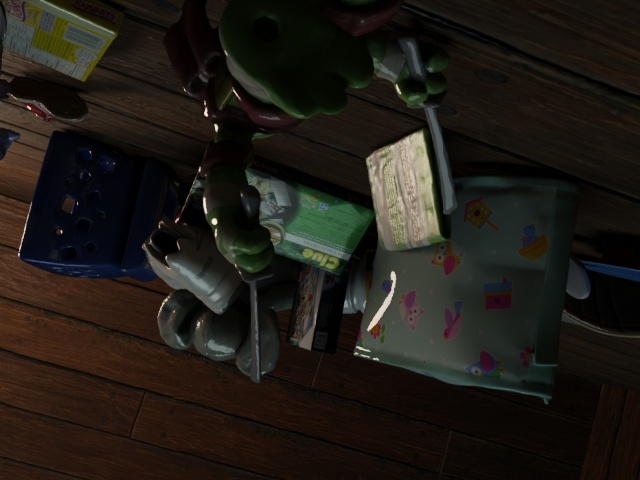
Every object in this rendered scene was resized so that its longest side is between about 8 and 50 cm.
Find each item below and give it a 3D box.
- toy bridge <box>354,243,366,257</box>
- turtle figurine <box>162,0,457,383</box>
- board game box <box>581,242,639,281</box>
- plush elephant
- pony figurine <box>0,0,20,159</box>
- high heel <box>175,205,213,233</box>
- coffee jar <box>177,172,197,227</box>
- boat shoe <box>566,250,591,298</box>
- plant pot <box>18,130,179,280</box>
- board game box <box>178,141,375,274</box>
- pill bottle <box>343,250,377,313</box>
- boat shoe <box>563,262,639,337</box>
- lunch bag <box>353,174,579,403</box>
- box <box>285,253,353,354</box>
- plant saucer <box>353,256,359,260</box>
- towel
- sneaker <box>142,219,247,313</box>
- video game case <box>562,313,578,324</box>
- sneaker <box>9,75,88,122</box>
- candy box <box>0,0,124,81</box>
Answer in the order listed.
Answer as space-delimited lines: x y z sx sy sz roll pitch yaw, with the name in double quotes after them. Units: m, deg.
0.000 0.000 1.580 0.188 0.026 0.063 13 169 25 "toy bridge"
0.018 -0.070 0.473 0.197 0.275 0.266 -16 174 -13 "turtle figurine"
0.395 0.029 0.932 0.133 0.033 0.168 12 178 24 "board game box"
-0.143 0.126 1.435 0.271 0.255 0.330 26 177 25 "plush elephant"
-0.440 -0.147 0.713 0.351 0.303 0.363 31 -176 3 "pony figurine"
-0.241 -0.002 1.501 0.127 0.181 0.377 20 171 -20 "high heel"
-0.152 -0.061 1.218 0.079 0.096 0.184 -21 -163 -34 "coffee jar"
0.318 0.034 0.966 0.035 0.035 0.100 9 -141 -33 "boat shoe"
-0.382 -0.043 1.380 0.212 0.236 0.236 11 172 0 "plant pot"
-0.062 -0.042 1.105 0.259 0.136 0.030 20 -146 -15 "board game box"
0.129 0.076 1.318 0.208 0.119 0.119 -2 168 13 "pill bottle"
0.440 0.095 1.075 0.257 0.095 0.095 16 178 7 "boat shoe"
0.173 0.048 0.832 0.160 0.223 0.262 14 172 -27 "lunch bag"
0.002 0.065 1.261 0.044 0.233 0.159 12 174 -15 "box"
0.102 0.093 1.542 0.310 0.050 0.310 30 173 4 "plant saucer"
0.091 -0.048 0.782 0.023 0.113 0.152 -9 179 -19 "towel"
-0.208 0.012 1.139 0.129 0.111 0.297 39 167 -29 "sneaker"
0.364 0.097 1.455 0.300 0.036 0.329 10 171 39 "video game case"
-0.350 -0.179 1.013 0.118 0.042 0.067 23 170 15 "sneaker"
-0.256 -0.201 0.720 0.105 0.027 0.206 24 170 -23 "candy box"
